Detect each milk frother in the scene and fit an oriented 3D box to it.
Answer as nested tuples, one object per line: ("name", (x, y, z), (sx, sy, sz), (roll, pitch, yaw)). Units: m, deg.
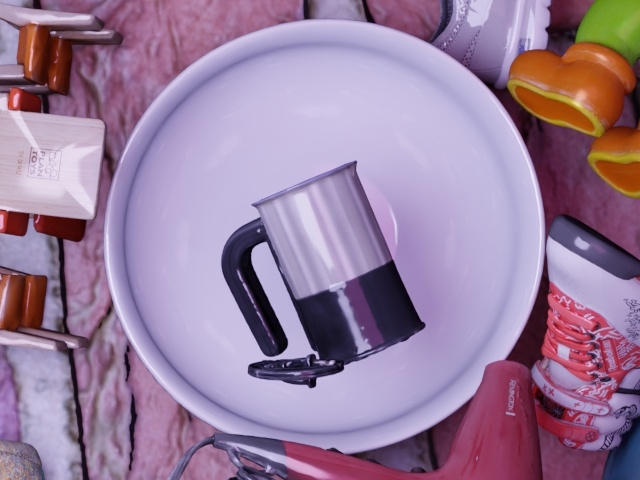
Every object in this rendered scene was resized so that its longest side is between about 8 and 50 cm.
("milk frother", (-0.007, 0.028, 1.271), (0.129, 0.143, 0.135), (-24, 92, 2))

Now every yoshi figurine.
("yoshi figurine", (0.296, -0.225, 1.445), (0.203, 0.203, 0.362), (32, 81, 15))

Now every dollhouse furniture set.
("dollhouse furniture set", (-0.205, -0.046, 1.342), (0.135, 0.259, 0.262), (6, 88, 5))

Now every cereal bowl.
("cereal bowl", (0.000, 0.000, 1.415), (0.339, 0.141, 0.339), (0, 87, -4))

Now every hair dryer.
("hair dryer", (0.057, 0.175, 1.261), (0.293, 0.080, 0.223), (-30, 76, -32))

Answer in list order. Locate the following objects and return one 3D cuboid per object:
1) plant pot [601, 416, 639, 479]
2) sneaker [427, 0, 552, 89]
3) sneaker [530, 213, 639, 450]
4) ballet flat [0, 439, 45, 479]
("plant pot", (0.379, 0.218, 1.379), (0.271, 0.255, 0.272), (0, 86, -5))
("sneaker", (0.130, -0.263, 1.459), (0.115, 0.105, 0.281), (2, 87, -5))
("sneaker", (0.207, 0.084, 1.380), (0.090, 0.270, 0.145), (38, 91, 30))
("ballet flat", (-0.382, 0.159, 1.397), (0.348, 0.123, 0.123), (17, 85, -3))
